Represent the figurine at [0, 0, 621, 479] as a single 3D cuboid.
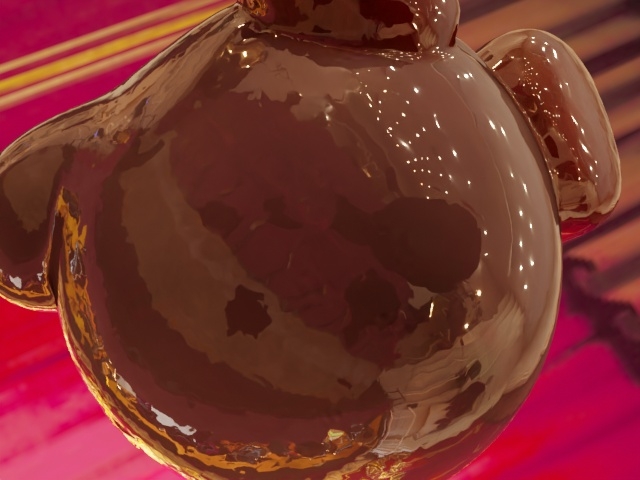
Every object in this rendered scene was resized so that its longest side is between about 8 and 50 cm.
[{"bbox_3d":[0.007,-0.002,0.796,0.269,0.261,0.211,41,9,-39],"label":"figurine"}]
